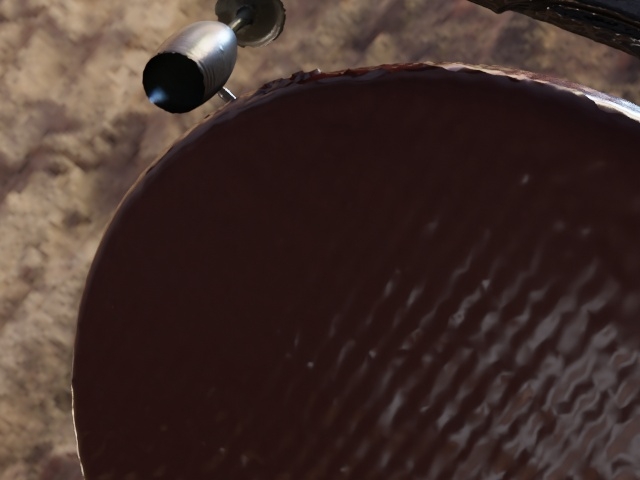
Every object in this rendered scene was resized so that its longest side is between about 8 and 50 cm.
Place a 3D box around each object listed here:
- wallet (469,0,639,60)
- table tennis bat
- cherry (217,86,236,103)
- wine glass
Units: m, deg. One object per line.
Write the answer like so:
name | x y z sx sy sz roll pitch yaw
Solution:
wallet | 0.127 -0.238 0.974 0.378 0.051 0.197 23 -128 19
table tennis bat | 0.091 0.117 0.408 0.268 0.415 0.051 -58 167 26
cherry | -0.012 0.005 1.574 0.326 0.291 0.335 -12 -136 31
wine glass | -0.084 -0.156 1.096 0.066 0.066 0.198 -36 -169 27
